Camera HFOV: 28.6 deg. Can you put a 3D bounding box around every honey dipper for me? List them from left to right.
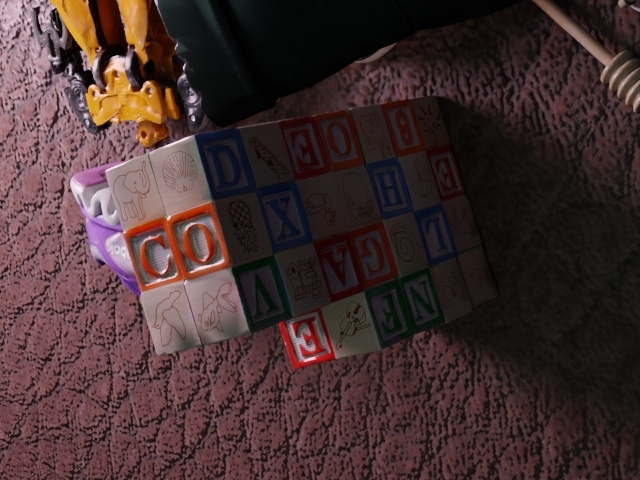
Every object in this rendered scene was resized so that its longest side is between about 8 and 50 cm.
[{"bbox_3d":[0.182,-0.155,0.903,0.160,0.030,0.030,49,124,21],"label":"honey dipper"}]

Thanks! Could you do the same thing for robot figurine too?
[{"bbox_3d":[-0.167,-0.223,1.084,0.211,0.085,0.291,4,114,39],"label":"robot figurine"}]

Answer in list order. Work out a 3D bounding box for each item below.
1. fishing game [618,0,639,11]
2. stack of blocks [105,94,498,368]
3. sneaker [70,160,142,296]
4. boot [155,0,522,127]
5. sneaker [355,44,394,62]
[{"bbox_3d":[0.277,-0.065,0.779,0.264,0.041,0.189,63,153,4],"label":"fishing game"},{"bbox_3d":[0.000,0.000,0.901,0.087,0.297,0.171,-17,90,37],"label":"stack of blocks"},{"bbox_3d":[-0.132,0.012,1.137,0.236,0.095,0.104,25,121,35],"label":"sneaker"},{"bbox_3d":[0.075,-0.312,0.725,0.445,0.146,0.367,-22,105,4],"label":"boot"},{"bbox_3d":[0.057,-0.222,0.936,0.090,0.095,0.235,47,122,20],"label":"sneaker"}]
